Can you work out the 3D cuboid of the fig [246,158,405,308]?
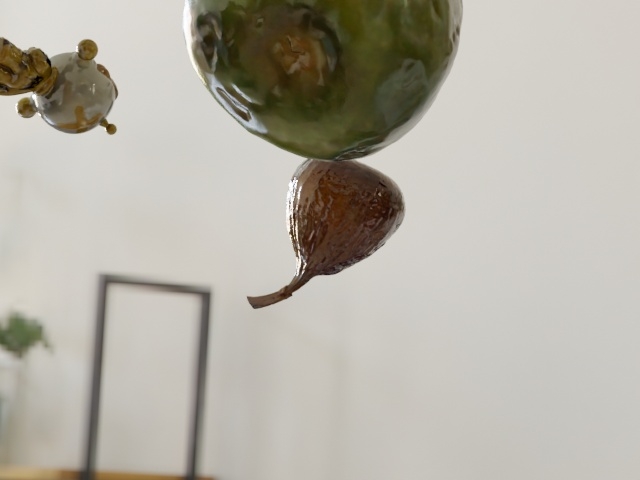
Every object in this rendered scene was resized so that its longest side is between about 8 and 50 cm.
[{"bbox_3d":[0.000,0.000,2.206,0.134,0.201,0.146,30,-9,22],"label":"fig"}]

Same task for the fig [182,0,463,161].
[{"bbox_3d":[0.023,-0.186,1.468,0.206,0.206,0.275,-1,25,23],"label":"fig"}]

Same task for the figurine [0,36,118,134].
[{"bbox_3d":[-0.243,-0.146,1.803,0.101,0.068,0.143,-22,-40,11],"label":"figurine"}]
